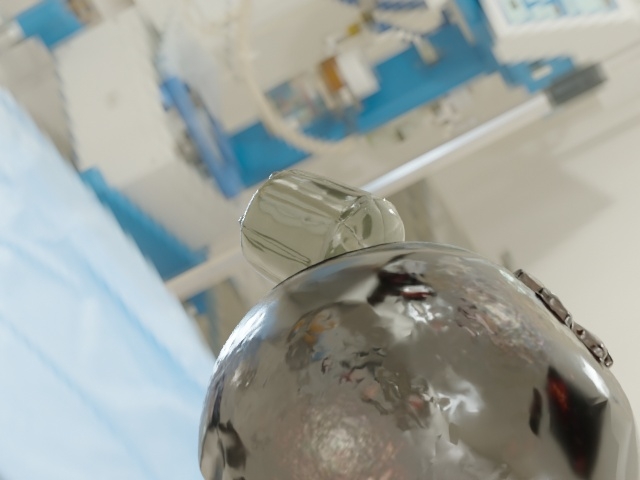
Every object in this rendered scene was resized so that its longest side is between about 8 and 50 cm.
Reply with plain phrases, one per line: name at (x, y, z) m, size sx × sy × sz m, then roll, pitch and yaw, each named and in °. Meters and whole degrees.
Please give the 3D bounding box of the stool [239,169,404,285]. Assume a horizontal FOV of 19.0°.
stool at (0.000, 0.000, 1.412) m, size 0.110 × 0.096 × 0.096 m, roll 25°, pitch -7°, yaw 33°

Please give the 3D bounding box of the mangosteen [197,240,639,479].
mangosteen at (0.047, 0.151, 1.206) m, size 0.297 × 0.313 × 0.297 m, roll 40°, pitch 30°, yaw -28°
